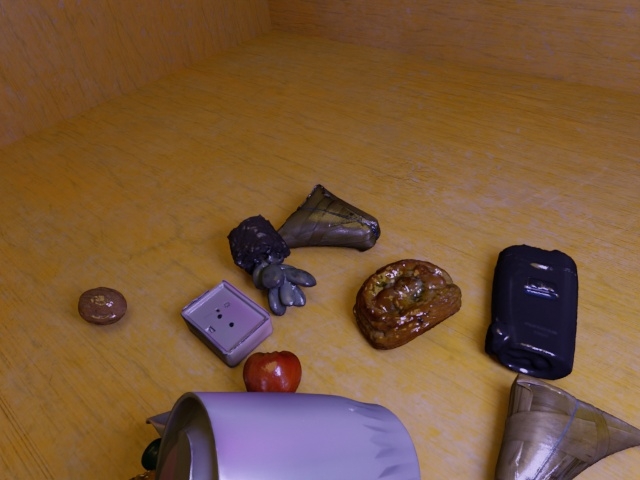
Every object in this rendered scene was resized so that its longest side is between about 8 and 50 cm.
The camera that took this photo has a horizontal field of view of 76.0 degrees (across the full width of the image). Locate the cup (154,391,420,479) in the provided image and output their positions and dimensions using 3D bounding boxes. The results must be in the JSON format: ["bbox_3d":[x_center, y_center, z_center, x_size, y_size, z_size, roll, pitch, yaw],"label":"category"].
[{"bbox_3d":[-0.051,0.354,0.610,0.371,0.254,0.253,12,32,-34],"label":"cup"}]

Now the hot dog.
[{"bbox_3d":[0.217,0.143,0.986,0.272,0.122,0.196,-24,45,-15],"label":"hot dog"}]

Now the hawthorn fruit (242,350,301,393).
[{"bbox_3d":[-0.103,0.292,0.866,0.124,0.125,0.140,2,42,9],"label":"hawthorn fruit"}]

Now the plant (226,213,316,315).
[{"bbox_3d":[-0.135,0.069,1.098,0.146,0.149,0.275,-48,64,18],"label":"plant"}]

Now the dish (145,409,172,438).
[{"bbox_3d":[-0.224,0.382,0.793,0.233,0.154,0.065,7,80,14],"label":"dish"}]

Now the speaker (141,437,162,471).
[{"bbox_3d":[-0.309,0.441,0.791,0.075,0.060,0.095,19,84,25],"label":"speaker"}]

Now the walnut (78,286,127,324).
[{"bbox_3d":[-0.566,0.171,1.066,0.124,0.105,0.105,13,45,0],"label":"walnut"}]

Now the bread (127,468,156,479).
[{"bbox_3d":[-0.252,0.500,0.648,0.239,0.139,0.240,-4,43,4],"label":"bread"}]

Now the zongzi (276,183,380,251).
[{"bbox_3d":[0.000,0.000,1.184,0.260,0.123,0.289,34,71,28],"label":"zongzi"}]

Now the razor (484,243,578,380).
[{"bbox_3d":[0.492,0.151,0.950,0.189,0.107,0.327,14,48,20],"label":"razor"}]

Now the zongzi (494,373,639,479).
[{"bbox_3d":[0.448,0.386,0.720,0.255,0.115,0.228,23,54,14],"label":"zongzi"}]

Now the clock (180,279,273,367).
[{"bbox_3d":[-0.229,0.200,1.015,0.191,0.071,0.147,29,54,32],"label":"clock"}]
